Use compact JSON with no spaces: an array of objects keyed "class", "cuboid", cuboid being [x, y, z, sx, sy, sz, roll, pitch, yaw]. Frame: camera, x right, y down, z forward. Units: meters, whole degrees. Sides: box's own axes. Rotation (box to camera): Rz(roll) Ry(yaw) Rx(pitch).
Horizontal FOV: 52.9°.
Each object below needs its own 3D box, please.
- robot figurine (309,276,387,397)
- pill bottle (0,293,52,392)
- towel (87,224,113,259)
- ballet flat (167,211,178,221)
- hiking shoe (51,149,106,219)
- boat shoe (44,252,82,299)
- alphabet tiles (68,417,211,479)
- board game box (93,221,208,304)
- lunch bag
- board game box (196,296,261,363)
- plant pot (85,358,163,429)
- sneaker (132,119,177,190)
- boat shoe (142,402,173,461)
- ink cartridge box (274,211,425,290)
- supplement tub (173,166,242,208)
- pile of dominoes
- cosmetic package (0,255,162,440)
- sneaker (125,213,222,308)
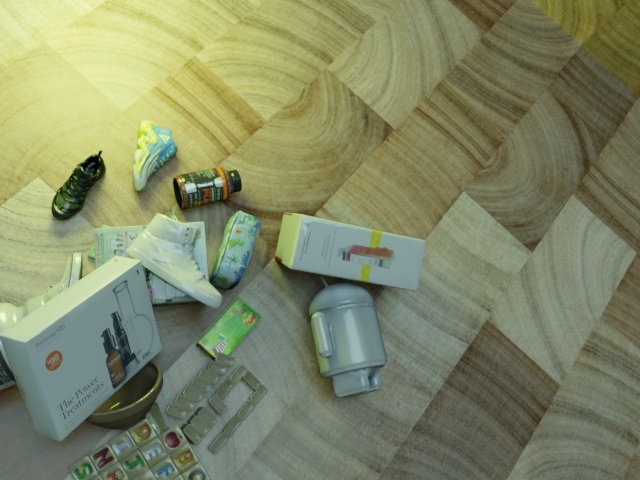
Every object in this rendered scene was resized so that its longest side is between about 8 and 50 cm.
[{"class":"robot figurine","cuboid":[0.078,0.276,1.899,0.300,0.200,0.353,16,58,-56]},{"class":"pill bottle","cuboid":[-0.820,0.278,1.571,0.363,0.210,0.210,-21,78,-13]},{"class":"towel","cuboid":[-0.584,0.026,1.877,0.152,0.023,0.113,21,64,-9]},{"class":"ballet flat","cuboid":[-0.419,0.014,1.909,0.068,0.072,0.213,-30,82,-21]},{"class":"hiking shoe","cuboid":[-0.704,-0.166,1.858,0.086,0.114,0.227,28,64,-6]},{"class":"boat shoe","cuboid":[-0.708,0.159,1.751,0.088,0.096,0.267,10,78,-15]},{"class":"alphabet tiles","cuboid":[-0.472,0.637,1.644,0.342,0.011,0.285,-31,83,-11]},{"class":"board game box","cuboid":[-0.471,0.073,1.813,0.303,0.097,0.224,-3,82,-11]},{"class":"lunch bag","cuboid":[-0.255,0.031,1.900,0.090,0.176,0.219,21,67,-15]},{"class":"board game box","cuboid":[-0.267,0.264,1.879,0.092,0.043,0.181,41,64,-1]},{"class":"plant pot","cuboid":[-0.521,0.413,1.676,0.237,0.237,0.109,-19,117,-23]},{"class":"sneaker","cuboid":[-0.504,-0.259,1.972,0.126,0.091,0.240,7,67,-16]},{"class":"boat shoe","cuboid":[-0.418,0.523,1.725,0.072,0.068,0.190,-21,79,-40]},{"class":"ink cartridge box","cuboid":[0.081,0.030,1.934,0.385,0.279,0.160,12,90,-15]},{"class":"supplement tub","cuboid":[-0.345,-0.167,1.981,0.198,0.106,0.106,-15,75,-22]},{"class":"pile of dominoes","cuboid":[-0.293,0.447,1.800,0.196,0.040,0.251,50,59,-14]},{"class":"cosmetic package","cuboid":[-0.562,0.250,1.572,0.097,0.284,0.377,6,29,26]},{"class":"sneaker","cuboid":[-0.356,0.046,1.734,0.292,0.108,0.169,35,81,-3]}]
